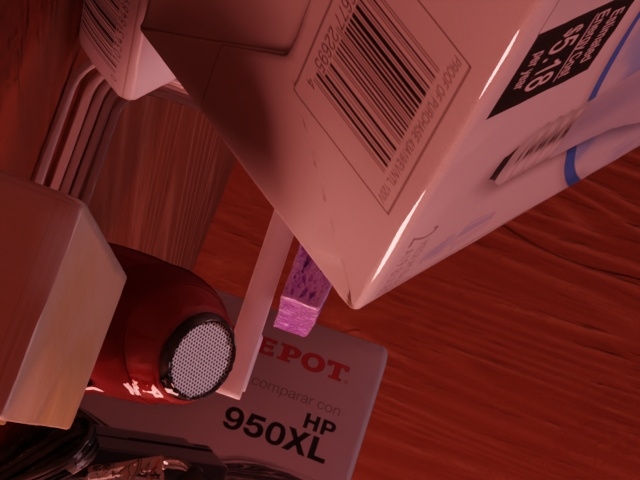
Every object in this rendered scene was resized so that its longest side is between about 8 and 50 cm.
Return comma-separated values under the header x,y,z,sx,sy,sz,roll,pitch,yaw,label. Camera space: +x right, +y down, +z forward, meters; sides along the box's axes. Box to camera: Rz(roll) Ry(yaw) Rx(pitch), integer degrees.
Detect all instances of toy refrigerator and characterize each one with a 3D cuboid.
x,y,z,sx,sy,sz,roll,pitch,yaw,label
-0.153,0.028,0.754,0.269,0.102,0.094,118,-7,-82,toy refrigerator

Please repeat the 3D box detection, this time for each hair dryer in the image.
x,y,z,sx,sy,sz,roll,pitch,yaw,label
-0.156,0.076,0.946,0.293,0.223,0.080,-98,178,-57,hair dryer

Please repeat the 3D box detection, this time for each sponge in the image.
x,y,z,sx,sy,sz,roll,pitch,yaw,label
0.000,0.000,1.208,0.210,0.031,0.117,117,-9,-81,sponge

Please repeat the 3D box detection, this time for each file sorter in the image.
x,y,z,sx,sy,sz,roll,pitch,yaw,label
-0.102,-0.017,1.255,0.277,0.173,0.193,-150,-101,-89,file sorter

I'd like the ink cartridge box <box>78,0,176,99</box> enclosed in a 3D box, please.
x,y,z,sx,sy,sz,roll,pitch,yaw,label
0.018,-0.259,1.035,0.330,0.071,0.324,-31,159,-28,ink cartridge box

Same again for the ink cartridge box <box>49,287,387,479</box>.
x,y,z,sx,sy,sz,roll,pitch,yaw,label
-0.138,0.239,1.468,0.166,0.285,0.395,110,-1,-59,ink cartridge box

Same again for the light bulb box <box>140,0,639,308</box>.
x,y,z,sx,sy,sz,roll,pitch,yaw,label
0.135,-0.199,0.917,0.361,0.225,0.358,-29,163,-27,light bulb box
